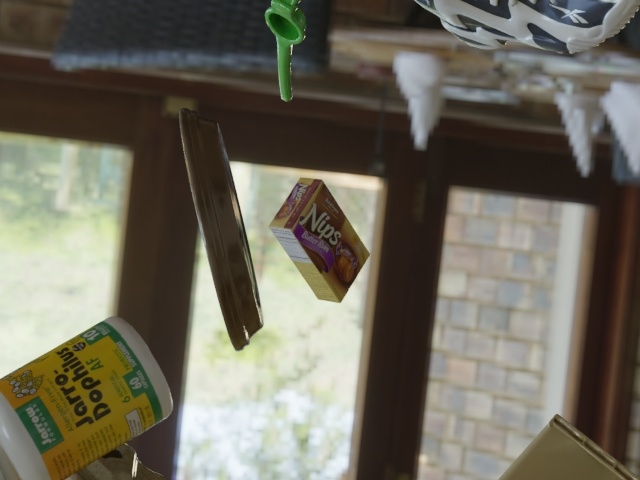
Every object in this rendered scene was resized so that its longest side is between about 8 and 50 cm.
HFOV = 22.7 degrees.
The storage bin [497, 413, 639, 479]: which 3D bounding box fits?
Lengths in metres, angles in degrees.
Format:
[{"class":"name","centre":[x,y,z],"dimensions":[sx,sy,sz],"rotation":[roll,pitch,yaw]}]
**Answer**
[{"class":"storage bin","centre":[0.231,0.347,1.492],"dimensions":[0.260,0.262,0.123],"rotation":[38,157,19]}]

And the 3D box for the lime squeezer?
[{"class":"lime squeezer","centre":[-0.028,-0.294,1.930],"dimensions":[0.059,0.310,0.110],"rotation":[20,-151,3]}]

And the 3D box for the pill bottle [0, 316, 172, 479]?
[{"class":"pill bottle","centre":[-0.259,0.171,1.547],"dimensions":[0.208,0.117,0.117],"rotation":[-30,-165,-20]}]

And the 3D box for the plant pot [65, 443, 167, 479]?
[{"class":"plant pot","centre":[-0.313,0.396,1.829],"dimensions":[0.305,0.333,0.334],"rotation":[-36,167,17]}]

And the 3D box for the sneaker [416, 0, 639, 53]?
[{"class":"sneaker","centre":[0.156,-0.231,1.366],"dimensions":[0.153,0.094,0.235],"rotation":[22,174,-35]}]

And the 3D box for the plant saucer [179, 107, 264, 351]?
[{"class":"plant saucer","centre":[-0.107,-0.015,1.768],"dimensions":[0.041,0.277,0.278],"rotation":[-13,-178,-1]}]

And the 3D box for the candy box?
[{"class":"candy box","centre":[0.000,0.000,2.566],"dimensions":[0.053,0.109,0.186],"rotation":[8,144,38]}]
